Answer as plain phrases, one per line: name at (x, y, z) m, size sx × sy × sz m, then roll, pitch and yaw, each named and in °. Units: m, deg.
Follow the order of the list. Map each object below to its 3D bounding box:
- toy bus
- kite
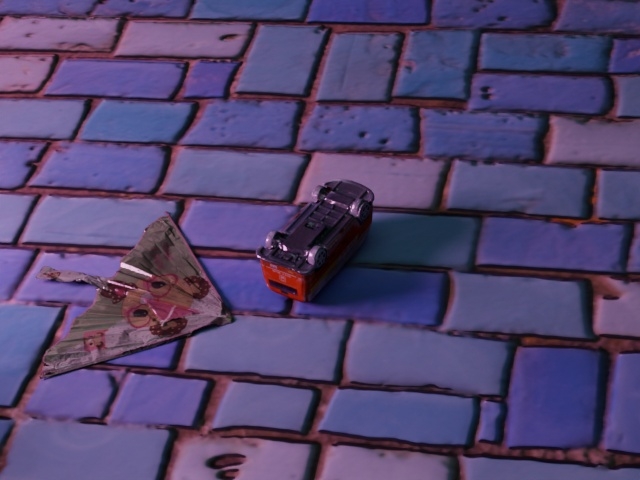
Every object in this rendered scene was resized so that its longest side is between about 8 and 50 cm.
toy bus at (0.000, 0.000, 1.825) m, size 0.079 × 0.077 × 0.174 m, roll 19°, pitch 45°, yaw 27°
kite at (-0.226, 0.066, 1.825) m, size 0.268 × 0.013 × 0.323 m, roll 14°, pitch 43°, yaw 21°
